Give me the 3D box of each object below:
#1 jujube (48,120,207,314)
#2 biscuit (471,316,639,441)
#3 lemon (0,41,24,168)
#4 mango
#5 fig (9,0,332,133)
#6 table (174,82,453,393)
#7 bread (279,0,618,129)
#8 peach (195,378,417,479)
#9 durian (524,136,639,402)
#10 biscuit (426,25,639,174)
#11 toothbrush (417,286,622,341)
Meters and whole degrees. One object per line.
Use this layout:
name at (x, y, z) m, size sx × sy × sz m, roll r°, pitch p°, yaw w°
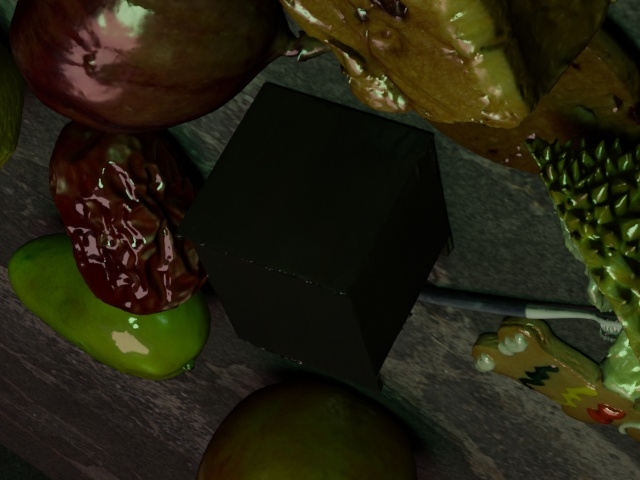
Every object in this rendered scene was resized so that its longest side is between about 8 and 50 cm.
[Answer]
jujube at (-0.197, -0.030, 1.442) m, size 0.155 × 0.155 × 0.230 m, roll 14°, pitch 146°, yaw 31°
biscuit at (0.270, 0.154, 1.423) m, size 0.240 × 0.035 × 0.158 m, roll 29°, pitch 159°, yaw 2°
lemon at (-0.392, -0.132, 1.371) m, size 0.204 × 0.204 × 0.260 m, roll 32°, pitch -168°, yaw -7°
mango at (-0.248, 0.075, 1.705) m, size 0.273 × 0.149 × 0.185 m, roll 17°, pitch 161°, yaw 39°
fig at (-0.094, -0.168, 1.030) m, size 0.250 × 0.203 × 0.186 m, roll 14°, pitch -151°, yaw -27°
table at (0.000, 0.000, 1.249) m, size 0.172 × 0.169 × 0.193 m, roll 19°, pitch 156°, yaw 22°
bread at (0.075, -0.164, 0.837) m, size 0.149 × 0.158 × 0.143 m, roll 5°, pitch 140°, yaw 41°
peach at (-0.025, 0.344, 1.776) m, size 0.308 × 0.332 × 0.308 m, roll 15°, pitch 149°, yaw 9°
durian at (0.250, 0.039, 1.054) m, size 0.166 × 0.172 × 0.306 m, roll 14°, pitch 169°, yaw 28°
biscuit at (0.141, -0.117, 1.021) m, size 0.212 × 0.036 × 0.212 m, roll 25°, pitch 156°, yaw 12°
toothbrush at (0.183, 0.067, 1.353) m, size 0.288 × 0.026 × 0.024 m, roll 8°, pitch -170°, yaw 42°
